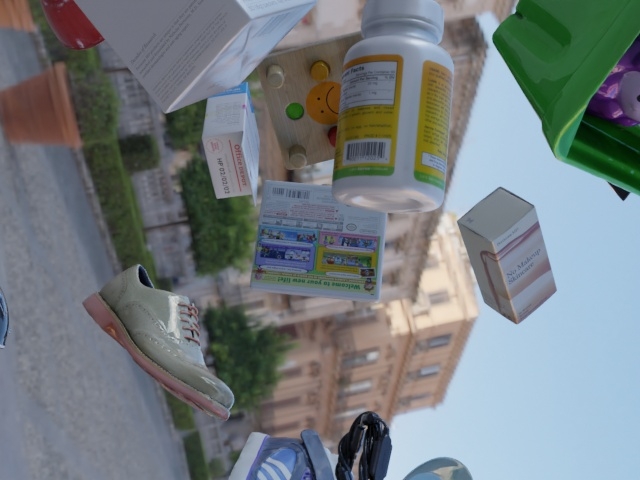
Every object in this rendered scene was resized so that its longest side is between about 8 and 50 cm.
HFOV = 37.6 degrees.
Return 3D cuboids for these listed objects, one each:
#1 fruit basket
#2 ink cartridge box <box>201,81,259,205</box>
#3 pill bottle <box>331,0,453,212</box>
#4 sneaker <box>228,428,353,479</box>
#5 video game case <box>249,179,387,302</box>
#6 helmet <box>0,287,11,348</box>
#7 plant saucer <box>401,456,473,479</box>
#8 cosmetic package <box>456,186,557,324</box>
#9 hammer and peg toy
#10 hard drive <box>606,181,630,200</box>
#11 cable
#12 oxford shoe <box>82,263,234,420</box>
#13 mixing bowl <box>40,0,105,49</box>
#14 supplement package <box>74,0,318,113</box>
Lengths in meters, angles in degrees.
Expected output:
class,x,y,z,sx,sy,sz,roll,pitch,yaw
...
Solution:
class,x,y,z,sx,sy,sz,roll,pitch,yaw
fruit basket,0.401,-0.139,0.877,0.283,0.392,0.392,-54,-150,21
ink cartridge box,-0.125,-0.133,1.326,0.181,0.061,0.104,-93,174,-54
pill bottle,0.091,-0.165,1.146,0.136,0.136,0.245,132,-36,-79
sneaker,-0.042,0.459,1.628,0.323,0.236,0.130,-67,171,-66
video game case,0.000,0.000,1.554,0.023,0.212,0.193,90,6,-69
helmet,-0.426,0.080,1.007,0.169,0.161,0.169,40,-17,15
plant saucer,0.161,0.425,1.468,0.037,0.195,0.195,17,-59,53
cosmetic package,0.453,0.039,2.263,0.129,0.153,0.296,37,-20,48
hammer and peg toy,0.037,-0.245,1.969,0.127,0.266,0.361,-97,171,-61
hard drive,0.591,-0.188,1.790,0.172,0.054,0.254,-58,-177,25
cable,0.051,0.341,1.382,0.150,0.047,0.184,165,-62,-70
oxford shoe,-0.271,0.169,1.680,0.397,0.146,0.140,36,-13,33
mixing bowl,-0.453,-0.458,1.757,0.098,0.181,0.181,39,30,-57
supplement package,-0.183,-0.334,1.137,0.293,0.175,0.177,50,33,1
